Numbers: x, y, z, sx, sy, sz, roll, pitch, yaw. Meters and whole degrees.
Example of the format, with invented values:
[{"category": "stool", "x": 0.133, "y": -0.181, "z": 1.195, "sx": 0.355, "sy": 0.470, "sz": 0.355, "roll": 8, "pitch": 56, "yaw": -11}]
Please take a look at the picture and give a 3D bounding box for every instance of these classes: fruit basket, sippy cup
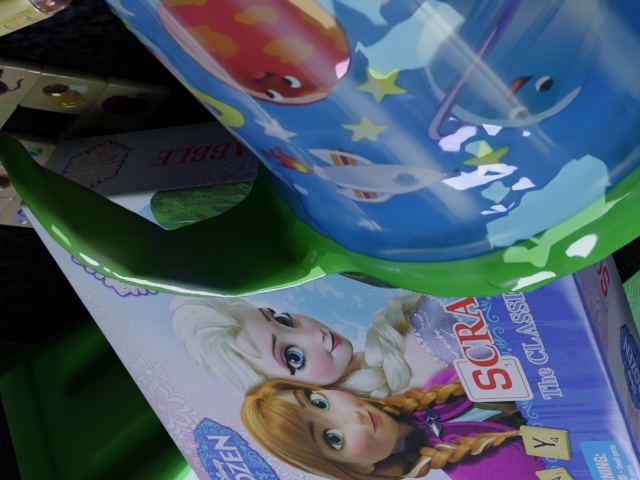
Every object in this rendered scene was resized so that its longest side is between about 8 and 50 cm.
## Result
[{"category": "fruit basket", "x": -0.120, "y": 0.212, "z": 1.211, "sx": 0.392, "sy": 0.283, "sz": 0.392, "roll": -15, "pitch": 144, "yaw": -11}, {"category": "sippy cup", "x": 0.018, "y": -0.125, "z": 0.491, "sx": 0.240, "sy": 0.306, "sz": 0.224, "roll": 7, "pitch": 162, "yaw": 39}]

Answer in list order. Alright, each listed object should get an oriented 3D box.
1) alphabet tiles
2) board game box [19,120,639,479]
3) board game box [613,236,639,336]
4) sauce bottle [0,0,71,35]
[{"category": "alphabet tiles", "x": -0.239, "y": -0.062, "z": 0.816, "sx": 0.237, "sy": 0.009, "sz": 0.198, "roll": 7, "pitch": 153, "yaw": -32}, {"category": "board game box", "x": 0.027, "y": 0.063, "z": 0.829, "sx": 0.318, "sy": 0.066, "sz": 0.319, "roll": -5, "pitch": 130, "yaw": 28}, {"category": "board game box", "x": 0.251, "y": 0.098, "z": 1.146, "sx": 0.136, "sy": 0.030, "sz": 0.260, "roll": -34, "pitch": 143, "yaw": -20}, {"category": "sauce bottle", "x": -0.184, "y": -0.113, "z": 0.673, "sx": 0.128, "sy": 0.042, "sz": 0.042, "roll": -15, "pitch": 156, "yaw": 20}]
